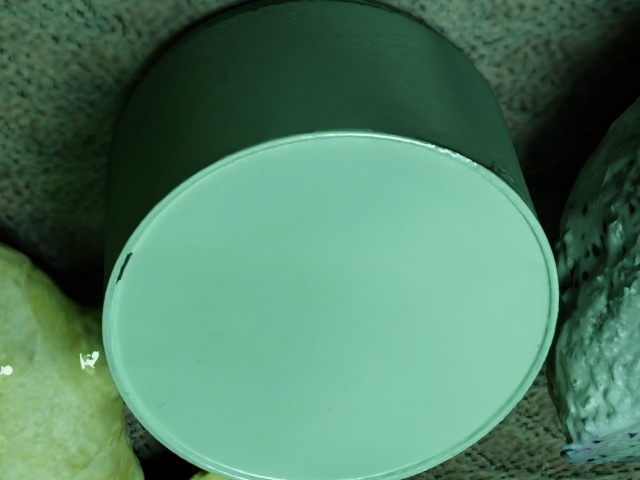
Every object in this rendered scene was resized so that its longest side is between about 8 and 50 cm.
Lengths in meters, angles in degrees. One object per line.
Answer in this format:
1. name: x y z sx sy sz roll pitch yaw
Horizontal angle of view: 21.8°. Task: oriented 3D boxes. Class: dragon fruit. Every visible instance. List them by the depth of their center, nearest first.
1. dragon fruit: 0.233 0.004 0.886 0.283 0.204 0.221 7 156 -38

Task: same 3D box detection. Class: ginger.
1. ginger: -0.222 0.058 0.910 0.190 0.126 0.354 -33 124 23

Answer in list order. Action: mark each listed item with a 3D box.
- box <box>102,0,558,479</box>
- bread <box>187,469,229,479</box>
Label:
1. box: 0.000 0.000 0.876 0.226 0.149 0.226 -3 126 -4
2. bread: -0.046 0.263 1.003 0.224 0.211 0.183 -29 156 -22
